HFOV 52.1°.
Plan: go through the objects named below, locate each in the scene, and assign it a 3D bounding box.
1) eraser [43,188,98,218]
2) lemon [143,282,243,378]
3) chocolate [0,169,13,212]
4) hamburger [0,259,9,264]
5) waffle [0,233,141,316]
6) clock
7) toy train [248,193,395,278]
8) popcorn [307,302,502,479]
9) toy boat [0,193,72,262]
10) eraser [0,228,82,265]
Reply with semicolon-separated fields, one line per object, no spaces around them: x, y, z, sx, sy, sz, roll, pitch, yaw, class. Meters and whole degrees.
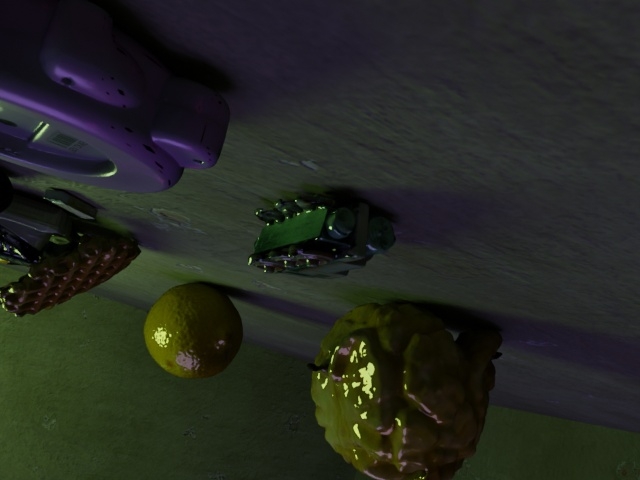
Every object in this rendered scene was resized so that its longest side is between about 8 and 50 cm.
-0.393;-0.057;1.032;0.038;0.019;0.083;11;165;24;eraser
-0.301;0.216;1.563;0.228;0.228;0.253;24;179;-31;lemon
-0.505;-0.076;0.938;0.080;0.125;0.149;-2;-164;26;chocolate
-0.702;0.016;1.530;0.141;0.081;0.126;6;170;-11;hamburger
-0.455;0.062;1.203;0.052;0.254;0.245;59;179;8;waffle
-0.209;-0.111;0.488;0.248;0.090;0.228;21;165;-30;clock
0.000;0.000;0.731;0.125;0.080;0.194;11;167;-29;toy train
0.166;0.259;1.180;0.382;0.348;0.349;-6;177;-28;popcorn
-0.572;-0.028;1.119;0.270;0.140;0.141;3;168;-9;toy boat
-0.634;-0.022;1.267;0.332;0.101;0.155;18;167;-6;eraser
